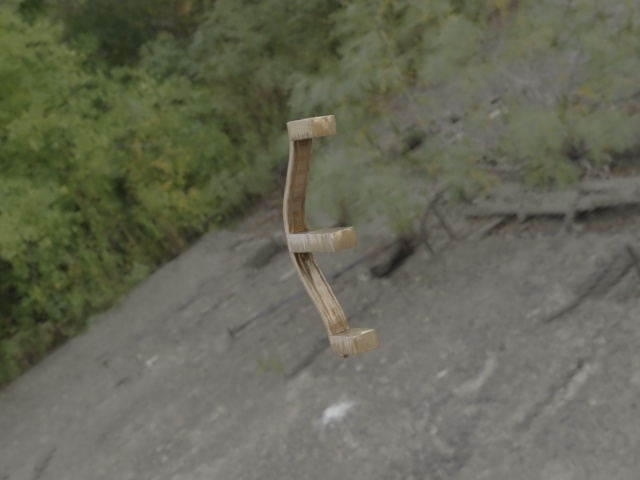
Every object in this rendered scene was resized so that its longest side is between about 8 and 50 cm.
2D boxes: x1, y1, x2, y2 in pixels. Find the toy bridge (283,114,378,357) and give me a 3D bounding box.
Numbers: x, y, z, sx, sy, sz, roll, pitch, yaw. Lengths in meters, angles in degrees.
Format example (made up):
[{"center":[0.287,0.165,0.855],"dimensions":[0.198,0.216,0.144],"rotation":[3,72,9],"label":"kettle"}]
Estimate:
[{"center":[0.000,0.000,0.884],"dimensions":[0.026,0.188,0.063],"rotation":[-16,9,-37],"label":"toy bridge"}]
